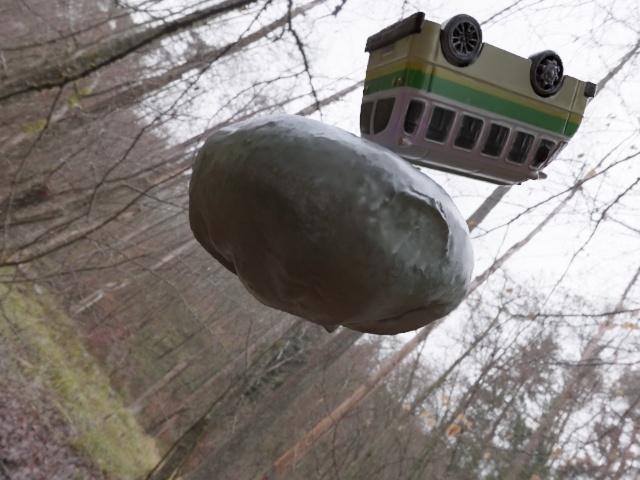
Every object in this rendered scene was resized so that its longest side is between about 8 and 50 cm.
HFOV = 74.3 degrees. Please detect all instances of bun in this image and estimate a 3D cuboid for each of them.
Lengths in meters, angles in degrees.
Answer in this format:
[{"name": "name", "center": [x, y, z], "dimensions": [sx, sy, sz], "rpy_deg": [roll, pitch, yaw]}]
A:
[{"name": "bun", "center": [0.000, -0.001, 0.507], "dimensions": [0.355, 0.194, 0.354], "rpy_deg": [25, -7, 3]}]

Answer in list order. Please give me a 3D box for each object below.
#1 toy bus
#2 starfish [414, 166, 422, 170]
[{"name": "toy bus", "center": [0.212, -0.179, 0.596], "dimensions": [0.143, 0.306, 0.178], "rpy_deg": [-151, -110, -66]}, {"name": "starfish", "center": [0.245, -0.194, 1.238], "dimensions": [0.113, 0.303, 0.311], "rpy_deg": [23, -50, 30]}]
